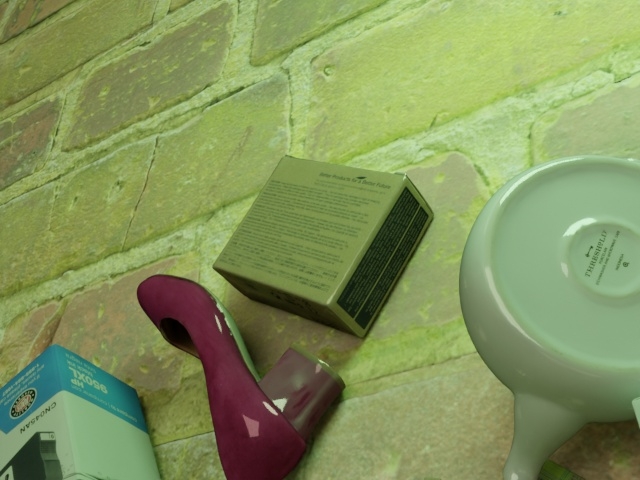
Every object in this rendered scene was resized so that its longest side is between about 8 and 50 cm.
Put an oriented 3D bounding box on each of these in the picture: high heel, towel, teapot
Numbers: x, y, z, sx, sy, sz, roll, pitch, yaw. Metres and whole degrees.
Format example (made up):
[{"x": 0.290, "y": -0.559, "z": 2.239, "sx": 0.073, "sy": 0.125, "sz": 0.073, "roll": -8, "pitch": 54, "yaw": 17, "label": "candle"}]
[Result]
[{"x": -0.156, "y": 0.164, "z": 1.046, "sx": 0.377, "sy": 0.127, "sz": 0.181, "roll": 20, "pitch": 61, "yaw": 44, "label": "high heel"}, {"x": 0.199, "y": 0.243, "z": 0.778, "sx": 0.060, "sy": 0.009, "sz": 0.083, "roll": 22, "pitch": 72, "yaw": 49, "label": "towel"}, {"x": 0.242, "y": 0.056, "z": 0.778, "sx": 0.256, "sy": 0.187, "sz": 0.252, "roll": -20, "pitch": 62, "yaw": -8, "label": "teapot"}]

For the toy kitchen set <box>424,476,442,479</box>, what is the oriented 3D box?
[{"x": 0.077, "y": 0.266, "z": 0.816, "sx": 0.075, "sy": 0.068, "sz": 0.083, "roll": -7, "pitch": 53, "yaw": 37, "label": "toy kitchen set"}]

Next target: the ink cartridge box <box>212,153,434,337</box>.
[{"x": 0.000, "y": 0.000, "z": 1.091, "sx": 0.234, "sy": 0.088, "sz": 0.193, "roll": 15, "pitch": 66, "yaw": 47, "label": "ink cartridge box"}]

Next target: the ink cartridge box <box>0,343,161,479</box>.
[{"x": -0.335, "y": 0.366, "z": 1.005, "sx": 0.285, "sy": 0.166, "sz": 0.395, "roll": -40, "pitch": 41, "yaw": 6, "label": "ink cartridge box"}]

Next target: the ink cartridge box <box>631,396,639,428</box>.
[{"x": 0.303, "y": 0.192, "z": 0.606, "sx": 0.072, "sy": 0.175, "sz": 0.127, "roll": -27, "pitch": 43, "yaw": 25, "label": "ink cartridge box"}]
